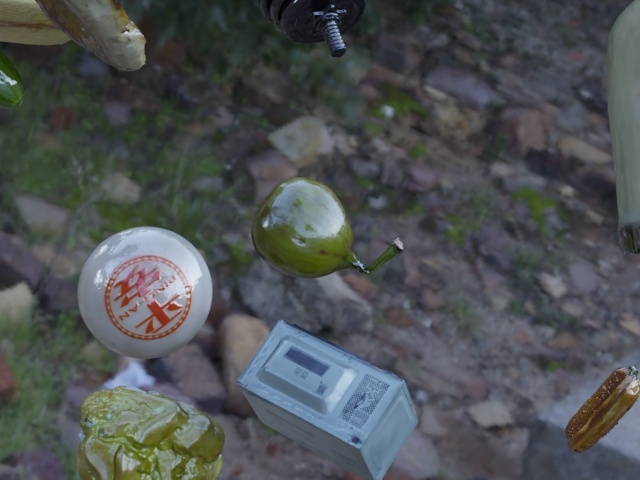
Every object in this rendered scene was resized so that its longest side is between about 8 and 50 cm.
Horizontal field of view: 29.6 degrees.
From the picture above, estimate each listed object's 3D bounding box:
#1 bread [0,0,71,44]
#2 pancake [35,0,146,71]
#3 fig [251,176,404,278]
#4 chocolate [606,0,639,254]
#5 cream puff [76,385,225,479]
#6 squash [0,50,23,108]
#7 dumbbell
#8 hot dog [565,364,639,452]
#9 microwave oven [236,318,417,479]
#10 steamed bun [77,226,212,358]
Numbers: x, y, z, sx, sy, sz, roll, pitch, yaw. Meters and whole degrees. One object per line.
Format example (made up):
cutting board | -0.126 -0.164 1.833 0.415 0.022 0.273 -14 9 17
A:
bread | -0.488 -0.352 1.875 0.264 0.167 0.163 34 52 -29
pancake | -0.315 -0.315 1.316 0.356 0.065 0.356 44 -7 7
fig | -0.007 -0.006 1.732 0.186 0.148 0.142 40 -2 -19
chocolate | 0.406 -0.127 1.025 0.326 0.297 0.314 2 5 33
cream puff | -0.240 0.312 1.720 0.221 0.195 0.195 29 25 -31
squash | -0.408 -0.223 1.231 0.258 0.069 0.069 43 24 -24
dumbbell | -0.016 -0.246 1.038 0.099 0.099 0.208 -3 64 -35
hot dog | 0.299 0.181 1.274 0.037 0.122 0.049 25 34 -10
microwave oven | 0.014 0.220 1.678 0.208 0.162 0.122 24 66 26
steamed bun | -0.300 0.094 2.073 0.231 0.232 0.145 17 7 -10
